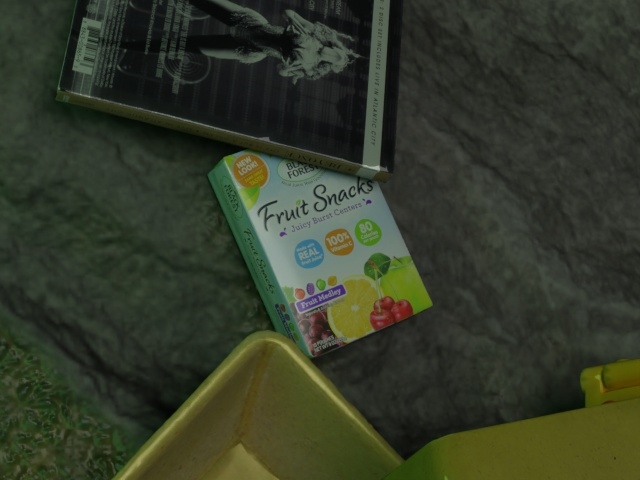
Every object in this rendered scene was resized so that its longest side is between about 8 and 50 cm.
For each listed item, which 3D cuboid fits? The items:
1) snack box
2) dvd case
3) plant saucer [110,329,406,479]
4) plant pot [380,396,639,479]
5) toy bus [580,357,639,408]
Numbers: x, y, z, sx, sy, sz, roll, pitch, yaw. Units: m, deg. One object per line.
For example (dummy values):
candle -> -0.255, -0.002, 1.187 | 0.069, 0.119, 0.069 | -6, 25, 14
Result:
snack box -> 0.000, 0.000, 0.842 | 0.100, 0.037, 0.141 | -21, 83, -29
dvd case -> -0.052, -0.135, 0.845 | 0.221, 0.018, 0.164 | 13, 60, -14
plant saucer -> -0.036, 0.279, 0.724 | 0.333, 0.081, 0.333 | 47, 62, -6
plant pot -> 0.118, 0.200, 0.666 | 0.212, 0.212, 0.187 | -7, 66, -26
toy bus -> 0.241, 0.170, 0.812 | 0.211, 0.149, 0.220 | 9, 73, -40
